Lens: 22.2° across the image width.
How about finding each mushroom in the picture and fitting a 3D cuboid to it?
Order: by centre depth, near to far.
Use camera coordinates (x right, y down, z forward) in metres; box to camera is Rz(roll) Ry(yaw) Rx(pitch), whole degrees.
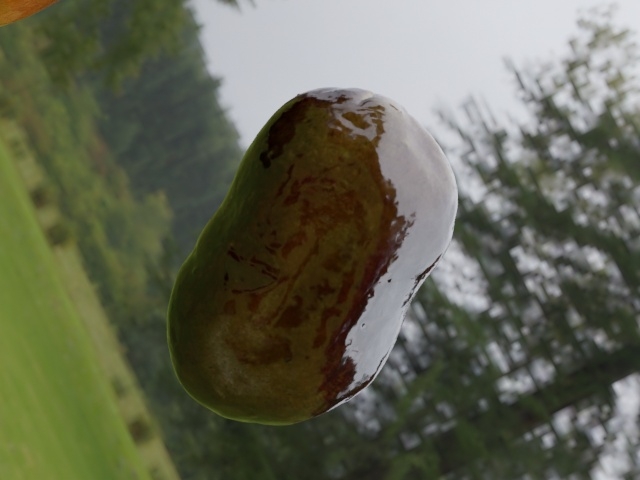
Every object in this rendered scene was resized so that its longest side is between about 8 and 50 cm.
[{"bbox_3d":[0.000,0.000,1.058,0.148,0.227,0.217,36,14,-4],"label":"mushroom"}]

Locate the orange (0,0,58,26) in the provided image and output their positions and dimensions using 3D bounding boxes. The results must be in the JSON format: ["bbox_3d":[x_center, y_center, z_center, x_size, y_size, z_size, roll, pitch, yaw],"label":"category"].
[{"bbox_3d":[-0.221,-0.266,0.953,0.284,0.283,0.226,64,-6,-4],"label":"orange"}]
